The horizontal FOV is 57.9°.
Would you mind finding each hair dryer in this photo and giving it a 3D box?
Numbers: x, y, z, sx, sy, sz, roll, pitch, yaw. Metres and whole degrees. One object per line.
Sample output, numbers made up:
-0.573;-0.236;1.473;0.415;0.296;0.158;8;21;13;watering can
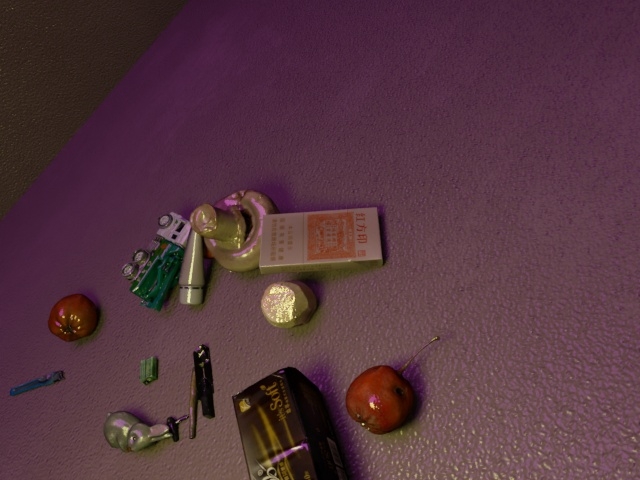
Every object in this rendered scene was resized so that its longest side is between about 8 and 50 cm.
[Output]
-0.425;0.559;1.760;0.083;0.031;0.079;-32;55;0;hair dryer

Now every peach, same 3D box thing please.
-0.391;0.021;2.091;0.101;0.100;0.100;-18;49;23;peach

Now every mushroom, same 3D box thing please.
-0.281;-0.050;1.915;0.293;0.290;0.292;-8;71;23;mushroom

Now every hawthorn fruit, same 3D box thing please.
0.181;0.336;1.424;0.165;0.165;0.285;21;66;43;hawthorn fruit
-0.947;0.291;2.222;0.189;0.189;0.189;-18;49;23;hawthorn fruit

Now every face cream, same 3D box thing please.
-0.444;0.066;2.011;0.143;0.089;0.313;170;101;-72;face cream

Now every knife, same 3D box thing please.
-1.094;0.552;2.227;0.297;0.026;0.044;-22;60;20;knife

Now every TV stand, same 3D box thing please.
-0.360;0.437;1.796;0.042;0.036;0.249;-29;46;12;TV stand

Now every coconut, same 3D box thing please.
-0.093;0.187;1.723;0.147;0.153;0.146;-1;85;16;coconut

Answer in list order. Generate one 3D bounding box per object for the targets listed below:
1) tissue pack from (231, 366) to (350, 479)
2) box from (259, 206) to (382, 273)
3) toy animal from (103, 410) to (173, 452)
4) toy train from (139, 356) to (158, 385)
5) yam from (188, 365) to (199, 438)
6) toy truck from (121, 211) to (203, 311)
-0.058;0.523;1.408;0.198;0.210;0.369;-29;44;5;tissue pack
0.001;0.000;1.772;0.366;0.051;0.204;-4;52;4;box
-0.563;0.585;1.756;0.237;0.138;0.108;-8;25;42;toy animal
-0.576;0.438;1.947;0.057;0.038;0.093;-22;47;11;toy train
-0.390;0.494;1.781;0.029;0.027;0.234;-21;49;16;yam
-0.565;0.079;2.127;0.178;0.176;0.363;16;69;32;toy truck
